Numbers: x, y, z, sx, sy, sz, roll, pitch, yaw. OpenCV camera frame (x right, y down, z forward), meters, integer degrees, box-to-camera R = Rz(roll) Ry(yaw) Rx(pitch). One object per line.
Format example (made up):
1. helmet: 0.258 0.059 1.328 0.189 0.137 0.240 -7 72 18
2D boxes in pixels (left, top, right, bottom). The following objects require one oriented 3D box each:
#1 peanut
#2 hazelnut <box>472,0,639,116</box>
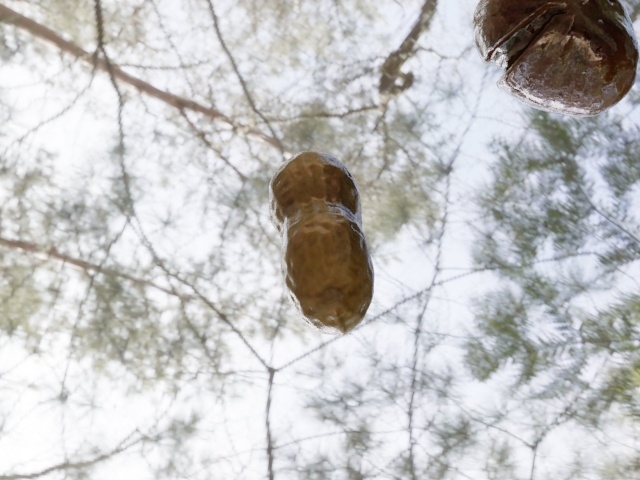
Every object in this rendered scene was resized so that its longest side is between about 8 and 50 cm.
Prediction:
1. peanut: 0.001 0.002 0.850 0.089 0.089 0.193 -35 -142 24
2. hazelnut: 0.284 -0.240 1.178 0.178 0.178 0.204 -40 -97 21
